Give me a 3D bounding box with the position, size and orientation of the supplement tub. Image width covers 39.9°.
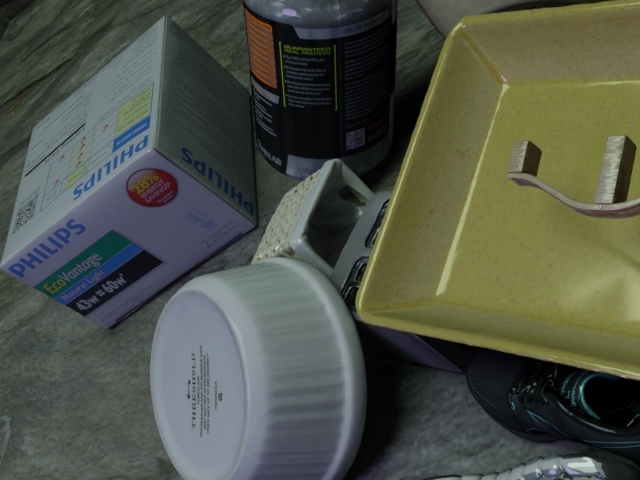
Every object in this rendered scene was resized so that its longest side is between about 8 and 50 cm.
[{"bbox_3d":[0.002,-0.248,1.129,0.193,0.316,0.194,-1,43,1],"label":"supplement tub"}]

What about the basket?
[{"bbox_3d":[0.000,0.000,1.093,0.103,0.113,0.167,-29,26,39],"label":"basket"}]

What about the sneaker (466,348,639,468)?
[{"bbox_3d":[0.221,0.125,0.758,0.267,0.106,0.101,7,66,52],"label":"sneaker"}]

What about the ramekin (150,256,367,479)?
[{"bbox_3d":[-0.081,0.153,0.953,0.272,0.127,0.273,2,92,52],"label":"ramekin"}]

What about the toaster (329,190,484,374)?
[{"bbox_3d":[0.106,0.040,0.959,0.185,0.110,0.168,6,63,51],"label":"toaster"}]

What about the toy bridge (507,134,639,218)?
[{"bbox_3d":[0.233,-0.050,0.692,0.188,0.026,0.063,4,72,44],"label":"toy bridge"}]

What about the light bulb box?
[{"bbox_3d":[-0.308,-0.112,1.464,0.358,0.225,0.361,-33,40,24],"label":"light bulb box"}]

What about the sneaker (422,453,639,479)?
[{"bbox_3d":[0.169,0.258,0.729,0.228,0.086,0.132,-28,45,46],"label":"sneaker"}]

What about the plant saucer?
[{"bbox_3d":[0.221,-0.048,0.780,0.332,0.081,0.333,7,72,45],"label":"plant saucer"}]

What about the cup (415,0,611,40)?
[{"bbox_3d":[0.227,-0.349,1.039,0.331,0.331,0.237,-15,74,41],"label":"cup"}]
